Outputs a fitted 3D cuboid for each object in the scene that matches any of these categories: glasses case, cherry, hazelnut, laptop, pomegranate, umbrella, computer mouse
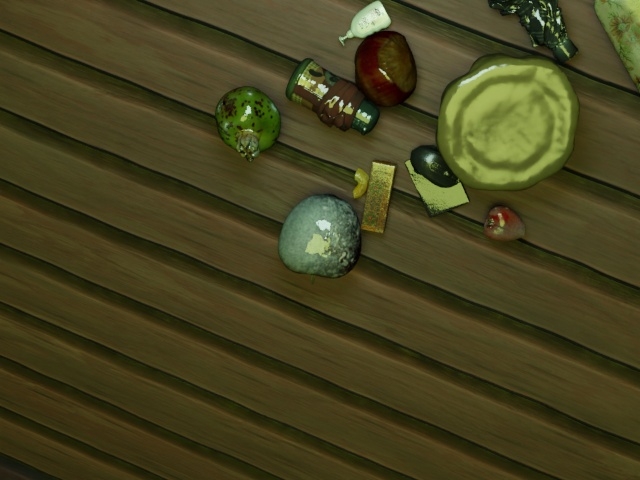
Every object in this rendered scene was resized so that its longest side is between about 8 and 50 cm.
[{"bbox_3d":[0.857,-0.489,1.515,0.157,0.098,0.425,-28,103,36],"label":"glasses case"},{"bbox_3d":[0.000,0.000,1.821,0.255,0.218,0.296,11,99,11],"label":"cherry"},{"bbox_3d":[0.180,-0.135,1.820,0.075,0.049,0.218,12,112,10],"label":"glasses case"},{"bbox_3d":[0.182,-0.483,1.646,0.170,0.160,0.201,-2,72,-1],"label":"hazelnut"},{"bbox_3d":[0.352,-0.177,1.789,0.135,0.016,0.197,-22,103,19],"label":"laptop"},{"bbox_3d":[-0.212,-0.332,1.731,0.202,0.247,0.202,-3,136,-3],"label":"pomegranate"},{"bbox_3d":[0.539,-0.045,1.760,0.126,0.087,0.106,34,107,-22],"label":"cherry"},{"bbox_3d":[0.538,-0.593,1.537,0.154,0.128,0.336,-28,105,17],"label":"umbrella"},{"bbox_3d":[0.340,-0.216,1.737,0.172,0.057,0.099,32,106,0],"label":"computer mouse"}]

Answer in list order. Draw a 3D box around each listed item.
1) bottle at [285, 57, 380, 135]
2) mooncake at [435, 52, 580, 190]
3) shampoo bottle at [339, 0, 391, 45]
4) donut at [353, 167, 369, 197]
[{"bbox_3d":[0.044,-0.404,1.704,0.271,0.143,0.156,31,74,2],"label":"bottle"},{"bbox_3d":[0.500,-0.323,1.612,0.379,0.200,0.378,5,115,10],"label":"mooncake"},{"bbox_3d":[0.117,-0.602,1.661,0.152,0.045,0.077,-26,103,20],"label":"shampoo bottle"},{"bbox_3d":[0.117,-0.171,1.826,0.067,0.038,0.083,40,111,-8],"label":"donut"}]
